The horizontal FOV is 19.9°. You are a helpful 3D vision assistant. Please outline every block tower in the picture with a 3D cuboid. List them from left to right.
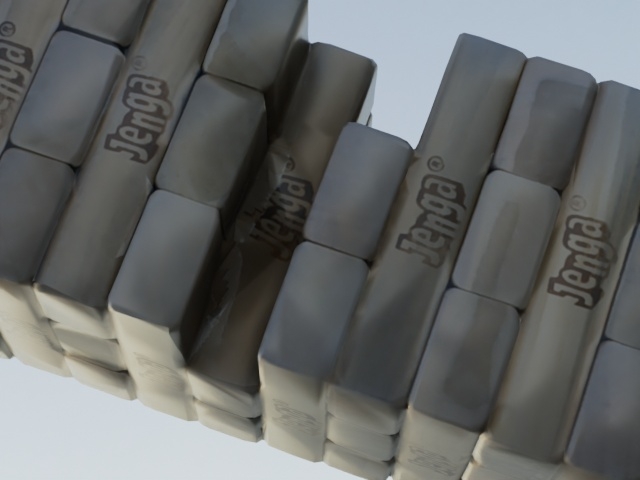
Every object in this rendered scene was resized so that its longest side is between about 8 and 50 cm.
[{"bbox_3d":[0.000,0.000,0.434,0.091,0.335,0.097,94,-164,-71],"label":"block tower"}]
